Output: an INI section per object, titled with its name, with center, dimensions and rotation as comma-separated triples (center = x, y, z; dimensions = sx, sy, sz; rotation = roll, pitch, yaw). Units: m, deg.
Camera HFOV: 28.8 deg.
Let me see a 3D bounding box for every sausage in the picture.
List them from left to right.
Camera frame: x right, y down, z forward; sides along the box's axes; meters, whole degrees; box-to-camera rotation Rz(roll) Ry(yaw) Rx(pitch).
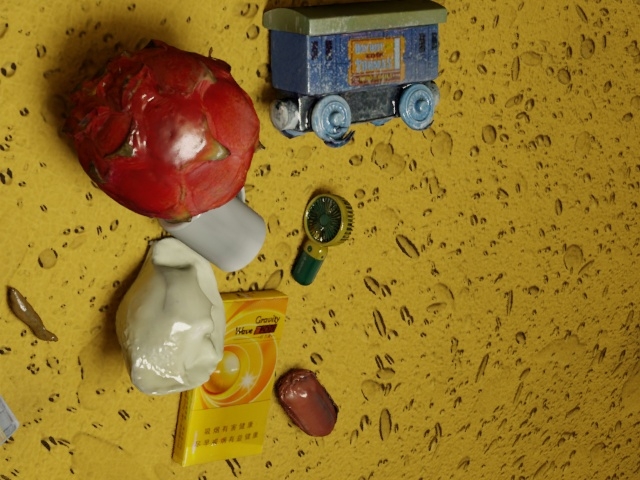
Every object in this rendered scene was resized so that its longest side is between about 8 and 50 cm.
[sausage]
center = -0.021, 0.262, 2.012
dimensions = 0.076, 0.076, 0.141
rotation = -47, 133, -15

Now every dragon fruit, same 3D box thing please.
[dragon fruit]
center = -0.198, -0.139, 1.592
dimensions = 0.241, 0.241, 0.252
rotation = -41, 142, -20

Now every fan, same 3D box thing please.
[fan]
center = 0.000, 0.000, 1.925
dimensions = 0.039, 0.082, 0.155
rotation = 5, 118, -49

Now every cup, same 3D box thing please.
[cup]
center = -0.156, -0.040, 1.769
dimensions = 0.099, 0.136, 0.133
rotation = -34, 135, 19

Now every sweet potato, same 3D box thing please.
[sweet potato]
center = -0.387, 0.105, 1.667
dimensions = 0.026, 0.026, 0.115
rotation = -44, 133, -18

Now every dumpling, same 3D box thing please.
[dumpling]
center = -0.199, 0.119, 1.744
dimensions = 0.166, 0.216, 0.126
rotation = 23, 123, -29

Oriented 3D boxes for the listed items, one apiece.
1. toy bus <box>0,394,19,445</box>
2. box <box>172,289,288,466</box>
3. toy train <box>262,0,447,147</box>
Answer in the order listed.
[toy bus]
center = -0.463, 0.193, 1.613
dimensions = 0.075, 0.064, 0.190
rotation = -41, 129, -28
[box]
center = -0.139, 0.209, 1.907
dimensions = 0.152, 0.043, 0.269
rotation = -2, 109, -39
[toy train]
center = 0.051, -0.252, 1.828
dimensions = 0.299, 0.131, 0.202
rotation = -13, 108, -37
